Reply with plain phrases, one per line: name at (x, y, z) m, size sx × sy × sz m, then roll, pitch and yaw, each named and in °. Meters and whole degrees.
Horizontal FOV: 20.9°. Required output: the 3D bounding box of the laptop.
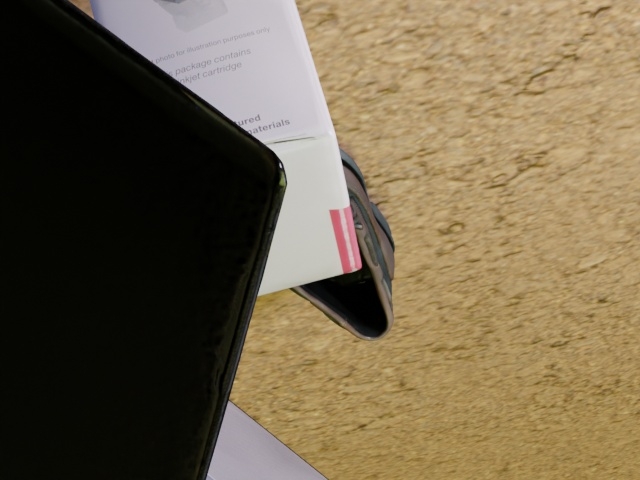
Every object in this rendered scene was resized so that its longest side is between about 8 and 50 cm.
laptop at (-0.134, -0.035, 0.798) m, size 0.236 × 0.382 × 0.408 m, roll -57°, pitch 161°, yaw 13°

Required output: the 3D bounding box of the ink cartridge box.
ink cartridge box at (-0.056, -0.098, 0.826) m, size 0.092 × 0.218 × 0.158 m, roll -15°, pitch 156°, yaw -1°

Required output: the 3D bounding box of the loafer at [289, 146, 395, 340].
loafer at (0.000, 0.000, 1.241) m, size 0.096 × 0.084 × 0.267 m, roll -22°, pitch 156°, yaw 15°
